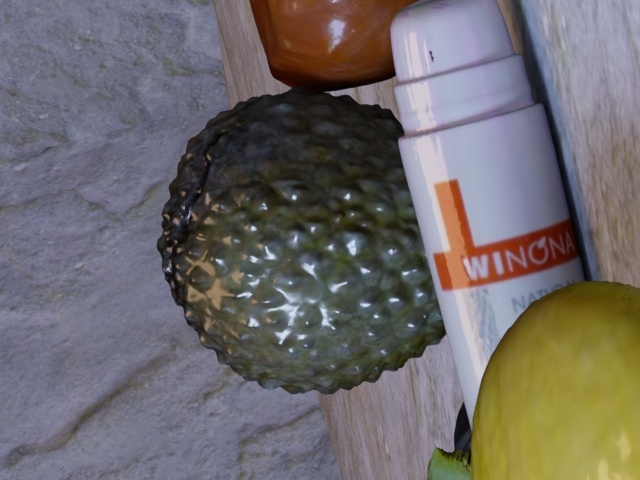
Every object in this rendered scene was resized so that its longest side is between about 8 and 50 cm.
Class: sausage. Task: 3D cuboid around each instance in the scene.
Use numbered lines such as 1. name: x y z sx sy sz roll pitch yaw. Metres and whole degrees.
1. sausage: 0.016 -0.204 1.584 0.268 0.141 0.153 127 128 -82

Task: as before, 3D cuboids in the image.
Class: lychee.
1. lychee: 0.000 0.000 1.606 0.255 0.274 0.255 -1 -90 -65

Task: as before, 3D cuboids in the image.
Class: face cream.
1. face cream: 0.119 0.005 1.301 0.102 0.102 0.345 -153 48 -82

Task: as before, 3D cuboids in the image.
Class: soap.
1. soap: 0.185 0.229 1.017 0.306 0.115 0.427 121 134 -67

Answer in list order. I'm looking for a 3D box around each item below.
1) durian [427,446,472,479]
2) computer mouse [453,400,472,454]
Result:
1. durian: 0.162 0.239 1.504 0.137 0.095 0.221 60 -178 -30
2. computer mouse: 0.146 0.190 1.684 0.192 0.062 0.106 82 171 -58
